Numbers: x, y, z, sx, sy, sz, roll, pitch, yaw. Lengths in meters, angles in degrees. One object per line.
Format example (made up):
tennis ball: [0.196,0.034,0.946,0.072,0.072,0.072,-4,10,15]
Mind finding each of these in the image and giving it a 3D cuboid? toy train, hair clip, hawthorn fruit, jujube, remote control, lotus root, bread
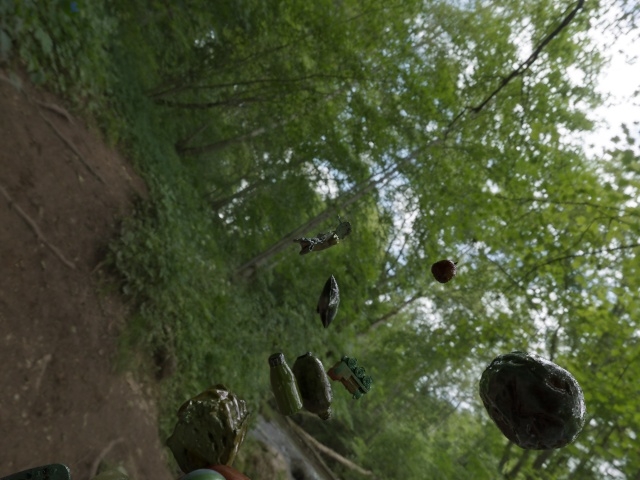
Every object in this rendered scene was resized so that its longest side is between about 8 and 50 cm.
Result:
toy train: [0.120,0.542,1.712,0.176,0.118,0.074,52,-27,-3]
hair clip: [0.003,0.001,1.564,0.158,0.218,0.071,-13,-85,35]
hawthorn fruit: [0.373,0.091,1.317,0.077,0.077,0.077,41,-21,19]
jujube: [0.542,0.403,1.121,0.247,0.215,0.308,63,-1,5]
remote control: [-0.769,0.639,1.098,0.045,0.256,0.098,116,-39,-66]
lotus root: [-0.030,0.679,2.023,0.173,0.173,0.310,105,-36,-67]
bread: [-0.310,0.546,1.261,0.239,0.196,0.252,56,-3,0]

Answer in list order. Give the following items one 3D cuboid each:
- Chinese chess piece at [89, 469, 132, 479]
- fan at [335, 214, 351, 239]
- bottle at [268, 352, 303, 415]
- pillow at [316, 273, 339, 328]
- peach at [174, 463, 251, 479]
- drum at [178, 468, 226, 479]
Chinese chess piece: [-0.596,0.728,1.115,0.102,0.273,0.273,33,-23,14]
fan: [0.064,-0.042,1.304,0.004,0.056,0.083,37,-22,52]
bottle: [-0.160,0.622,1.899,0.112,0.112,0.260,-6,-78,66]
pillow: [0.023,0.158,1.118,0.055,0.091,0.136,29,-38,16]
peach: [-0.252,0.672,0.989,0.332,0.308,0.308,1,-50,53]
drum: [-0.212,0.539,0.794,0.049,0.129,0.254,15,-68,59]
